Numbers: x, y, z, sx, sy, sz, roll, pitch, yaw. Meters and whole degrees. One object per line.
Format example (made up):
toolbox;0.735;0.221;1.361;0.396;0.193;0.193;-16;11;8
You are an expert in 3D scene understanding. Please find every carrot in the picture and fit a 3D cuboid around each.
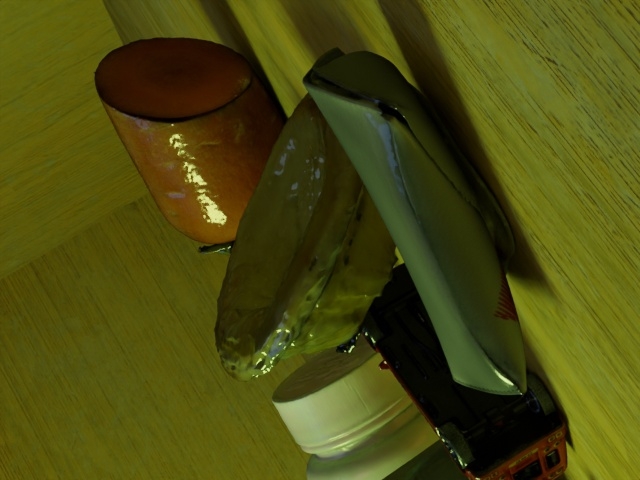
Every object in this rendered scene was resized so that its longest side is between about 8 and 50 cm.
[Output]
carrot;-0.126;-0.105;2.220;0.193;0.214;0.331;-81;-25;-52

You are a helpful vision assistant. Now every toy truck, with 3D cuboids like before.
toy truck;0.131;0.133;1.682;0.252;0.107;0.114;54;171;39

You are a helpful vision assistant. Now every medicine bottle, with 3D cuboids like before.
medicine bottle;0.111;0.311;2.204;0.378;0.214;0.213;60;174;-9

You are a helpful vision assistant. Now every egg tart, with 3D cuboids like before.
egg tart;0.000;0.000;1.670;0.120;0.315;0.315;19;-175;-16

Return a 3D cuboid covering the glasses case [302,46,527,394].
glasses case;0.097;-0.015;1.382;0.308;0.083;0.128;62;167;-27

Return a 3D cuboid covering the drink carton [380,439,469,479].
drink carton;0.193;0.316;1.855;0.190;0.185;0.191;20;140;62
